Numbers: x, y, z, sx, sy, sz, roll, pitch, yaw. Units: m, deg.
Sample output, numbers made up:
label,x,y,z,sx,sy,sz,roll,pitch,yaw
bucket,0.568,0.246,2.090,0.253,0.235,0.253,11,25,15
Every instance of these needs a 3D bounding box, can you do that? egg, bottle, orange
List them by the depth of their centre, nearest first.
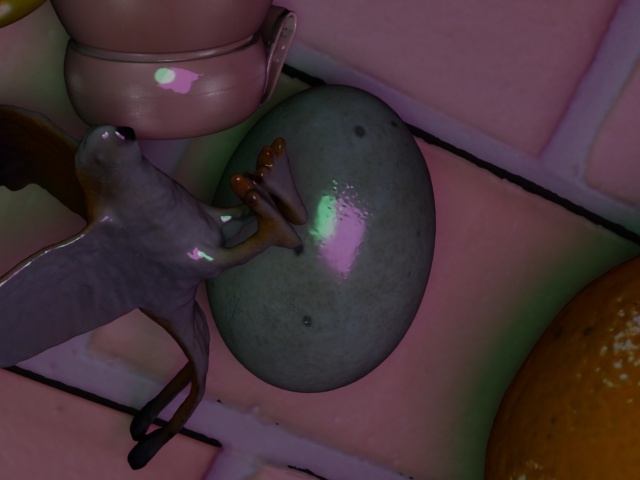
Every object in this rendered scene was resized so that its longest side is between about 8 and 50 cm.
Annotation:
label,x,y,z,sx,sy,sz,roll,pitch,yaw
bottle,-0.096,-0.220,1.226,0.206,0.173,0.297,-25,121,-48
egg,0.000,0.000,1.330,0.169,0.169,0.236,7,110,-23
orange,0.341,0.200,1.441,0.424,0.326,0.424,-7,111,-20

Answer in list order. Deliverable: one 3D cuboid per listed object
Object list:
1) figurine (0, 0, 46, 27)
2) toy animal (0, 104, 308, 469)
label,x,y,z,sx,sy,sz,roll,pitch,yaw
figurine,-0.255,-0.187,1.101,0.326,0.169,0.218,-29,130,32
toy animal,-0.117,0.043,1.228,0.302,0.225,0.284,-25,135,31
